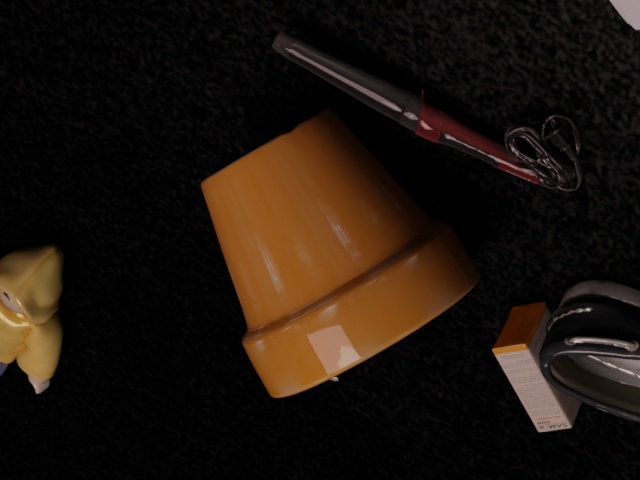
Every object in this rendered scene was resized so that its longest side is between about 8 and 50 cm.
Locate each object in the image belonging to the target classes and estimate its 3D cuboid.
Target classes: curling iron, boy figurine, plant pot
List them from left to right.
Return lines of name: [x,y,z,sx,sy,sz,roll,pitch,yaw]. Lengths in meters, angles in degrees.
boy figurine: [-0.345,0.091,1.591,0.177,0.092,0.285,48,137,-10]
plant pot: [0.000,0.000,1.260,0.205,0.205,0.188,-28,94,42]
curling iron: [0.089,-0.112,1.212,0.274,0.035,0.068,24,131,9]

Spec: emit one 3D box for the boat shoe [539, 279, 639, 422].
boat shoe: [0.329,0.128,1.238,0.302,0.091,0.114,15,133,18]

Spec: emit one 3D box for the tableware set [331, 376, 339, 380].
tableware set: [-0.032,0.078,1.449,0.104,0.024,0.154,16,133,18]

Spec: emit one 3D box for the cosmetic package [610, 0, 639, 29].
cosmetic package: [0.218,-0.239,0.891,0.085,0.231,0.117,-23,112,40]

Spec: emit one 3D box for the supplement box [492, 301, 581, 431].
supplement box: [0.195,0.112,1.321,0.036,0.062,0.098,-13,118,36]
